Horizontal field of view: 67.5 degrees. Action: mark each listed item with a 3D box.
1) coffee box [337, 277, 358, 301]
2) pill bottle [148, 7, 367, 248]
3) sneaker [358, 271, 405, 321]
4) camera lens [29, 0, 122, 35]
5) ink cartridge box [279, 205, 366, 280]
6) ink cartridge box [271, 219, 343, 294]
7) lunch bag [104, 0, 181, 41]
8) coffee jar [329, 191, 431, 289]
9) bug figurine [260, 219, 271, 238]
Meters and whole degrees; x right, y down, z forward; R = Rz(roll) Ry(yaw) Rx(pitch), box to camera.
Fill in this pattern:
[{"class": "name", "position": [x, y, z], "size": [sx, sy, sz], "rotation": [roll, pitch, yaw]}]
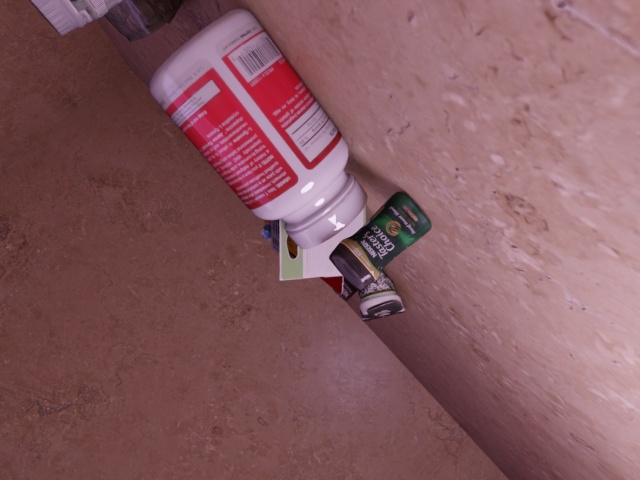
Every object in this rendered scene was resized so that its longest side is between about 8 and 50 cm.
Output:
[{"class": "coffee box", "position": [0.056, 0.083, 1.746], "size": [0.246, 0.141, 0.098], "rotation": [52, 172, -25]}, {"class": "pill bottle", "position": [-0.097, -0.189, 0.895], "size": [0.407, 0.229, 0.229], "rotation": [51, 172, -18]}, {"class": "sneaker", "position": [0.193, 0.164, 1.600], "size": [0.410, 0.158, 0.181], "rotation": [72, -174, -76]}, {"class": "camera lens", "position": [-0.366, -0.485, 0.740], "size": [0.219, 0.274, 0.219], "rotation": [47, 172, 8]}, {"class": "ink cartridge box", "position": [0.000, 0.000, 1.103], "size": [0.056, 0.235, 0.170], "rotation": [5, 96, 59]}, {"class": "ink cartridge box", "position": [-0.043, -0.014, 1.311], "size": [0.309, 0.130, 0.271], "rotation": [-152, 61, -70]}, {"class": "lunch bag", "position": [-0.443, -0.586, 1.072], "size": [0.235, 0.169, 0.287], "rotation": [53, 175, -34]}, {"class": "coffee jar", "position": [0.108, 0.002, 0.880], "size": [0.096, 0.184, 0.079], "rotation": [48, 172, 0]}, {"class": "bug figurine", "position": [-0.153, -0.116, 1.544], "size": [0.216, 0.072, 0.278], "rotation": [53, -142, -83]}]
